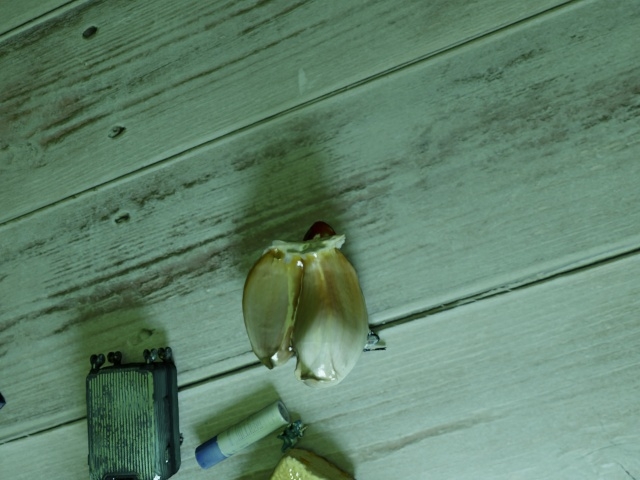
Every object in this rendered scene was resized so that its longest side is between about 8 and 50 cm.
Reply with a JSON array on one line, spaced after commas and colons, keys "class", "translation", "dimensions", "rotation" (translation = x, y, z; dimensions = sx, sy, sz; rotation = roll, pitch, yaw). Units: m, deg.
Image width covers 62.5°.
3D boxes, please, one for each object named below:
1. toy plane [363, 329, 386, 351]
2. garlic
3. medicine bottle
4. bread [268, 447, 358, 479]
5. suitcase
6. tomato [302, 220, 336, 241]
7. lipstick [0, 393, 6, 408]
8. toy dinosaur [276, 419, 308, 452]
[{"class": "toy plane", "translation": [0.090, 0.234, 1.211], "dimensions": [0.120, 0.031, 0.049], "rotation": [-6, 89, 9]}, {"class": "garlic", "translation": [-0.033, 0.151, 1.152], "dimensions": [0.285, 0.249, 0.314], "rotation": [-1, 84, -3]}, {"class": "medicine bottle", "translation": [-0.182, 0.452, 1.227], "dimensions": [0.230, 0.059, 0.059], "rotation": [-31, 76, 8]}, {"class": "bread", "translation": [-0.055, 0.611, 1.151], "dimensions": [0.184, 0.114, 0.275], "rotation": [26, 90, 12]}, {"class": "suitcase", "translation": [-0.441, 0.419, 1.256], "dimensions": [0.202, 0.128, 0.313], "rotation": [-8, 80, 12]}, {"class": "tomato", "translation": [0.000, 0.000, 1.239], "dimensions": [0.075, 0.087, 0.087], "rotation": [36, 91, -13]}, {"class": "lipstick", "translation": [-0.963, 0.340, 1.432], "dimensions": [0.051, 0.051, 0.312], "rotation": [-46, 73, 4]}, {"class": "toy dinosaur", "translation": [-0.067, 0.452, 1.215], "dimensions": [0.083, 0.030, 0.047], "rotation": [-46, 73, 4]}]
